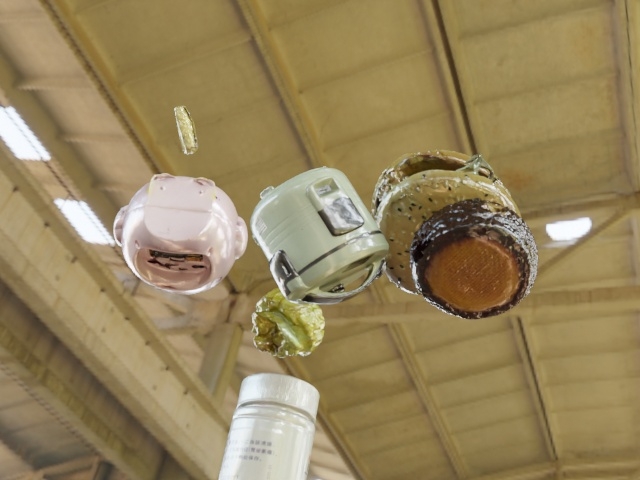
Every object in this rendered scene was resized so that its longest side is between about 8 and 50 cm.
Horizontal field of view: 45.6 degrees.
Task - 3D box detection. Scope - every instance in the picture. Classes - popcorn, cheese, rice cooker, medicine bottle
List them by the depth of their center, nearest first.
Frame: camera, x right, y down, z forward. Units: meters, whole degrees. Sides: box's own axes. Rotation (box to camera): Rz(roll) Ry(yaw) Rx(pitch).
[{"bbox_3d":[-0.228,-0.187,1.293,0.030,0.083,0.044,-14,-5,-21],"label":"cheese"},{"bbox_3d":[0.000,0.000,1.421,0.226,0.226,0.244,-39,-105,44],"label":"rice cooker"},{"bbox_3d":[-0.117,0.476,1.682,0.190,0.332,0.190,9,-27,5],"label":"medicine bottle"},{"bbox_3d":[-0.093,0.235,2.210,0.221,0.184,0.204,10,-64,39],"label":"popcorn"}]

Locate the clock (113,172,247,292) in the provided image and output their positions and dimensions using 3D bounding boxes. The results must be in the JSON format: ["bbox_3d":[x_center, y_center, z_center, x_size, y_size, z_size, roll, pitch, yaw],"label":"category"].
[{"bbox_3d":[-0.393,0.018,2.156,0.368,0.250,0.376,6,-30,-4],"label":"clock"}]

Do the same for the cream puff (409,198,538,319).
[{"bbox_3d":[0.283,0.029,1.423,0.239,0.165,0.239,6,-57,9],"label":"cream puff"}]

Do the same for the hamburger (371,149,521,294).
[{"bbox_3d":[0.253,-0.054,1.647,0.318,0.195,0.277,-27,-61,19],"label":"hamburger"}]
